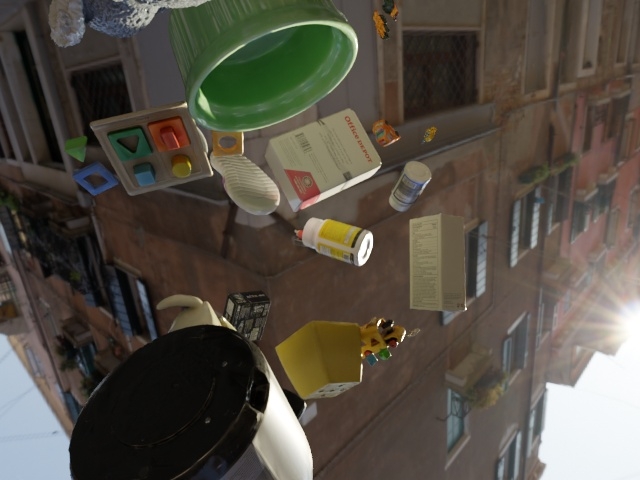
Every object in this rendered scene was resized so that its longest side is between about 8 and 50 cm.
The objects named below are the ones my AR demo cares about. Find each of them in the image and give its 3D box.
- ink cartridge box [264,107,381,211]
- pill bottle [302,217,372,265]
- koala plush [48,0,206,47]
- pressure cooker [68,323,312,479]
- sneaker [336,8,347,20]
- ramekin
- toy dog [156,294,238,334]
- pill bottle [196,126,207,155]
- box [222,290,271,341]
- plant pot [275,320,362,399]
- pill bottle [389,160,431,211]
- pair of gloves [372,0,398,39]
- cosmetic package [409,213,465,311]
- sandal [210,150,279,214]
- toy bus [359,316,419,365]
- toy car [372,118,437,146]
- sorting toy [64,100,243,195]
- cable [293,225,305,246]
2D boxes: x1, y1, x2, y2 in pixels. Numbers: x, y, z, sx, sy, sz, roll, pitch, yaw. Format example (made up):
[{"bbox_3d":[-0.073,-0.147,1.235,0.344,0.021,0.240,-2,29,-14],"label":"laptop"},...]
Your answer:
[{"bbox_3d":[0.007,-0.239,1.329,0.282,0.207,0.117,-26,175,-19],"label":"ink cartridge box"},{"bbox_3d":[0.053,-0.001,1.447,0.208,0.119,0.119,18,-152,24],"label":"pill bottle"},{"bbox_3d":[-0.216,-0.302,0.482,0.221,0.203,0.196,-21,-158,50],"label":"koala plush"},{"bbox_3d":[-0.214,0.428,0.858,0.369,0.421,0.376,-18,-148,3],"label":"pressure cooker"},{"bbox_3d":[0.026,-0.664,1.336,0.098,0.069,0.038,38,-169,6],"label":"sneaker"},{"bbox_3d":[-0.103,-0.327,0.756,0.303,0.148,0.303,-23,173,-3],"label":"ramekin"},{"bbox_3d":[-0.434,0.408,1.356,0.407,0.396,0.284,-40,-148,-11],"label":"toy dog"},{"bbox_3d":[-0.452,-0.241,1.269,0.245,0.137,0.136,-12,-167,35],"label":"pill bottle"},{"bbox_3d":[-0.282,0.286,1.654,0.147,0.180,0.077,-2,-153,-39],"label":"box"},{"bbox_3d":[0.013,0.393,1.432,0.212,0.212,0.187,11,-131,-40],"label":"plant pot"},{"bbox_3d":[0.246,-0.148,1.245,0.078,0.137,0.078,9,-127,-12],"label":"pill bottle"},{"bbox_3d":[0.129,-0.455,0.897,0.010,0.074,0.083,-13,159,-17],"label":"pair of gloves"},{"bbox_3d":[0.387,0.077,1.484,0.113,0.310,0.160,6,173,-28],"label":"cosmetic package"},{"bbox_3d":[-0.249,-0.175,1.449,0.169,0.102,0.416,-1,-146,-28],"label":"sandal"},{"bbox_3d":[0.199,0.316,1.514,0.202,0.104,0.191,-34,-176,-18],"label":"toy bus"},{"bbox_3d":[0.159,-0.212,0.874,0.121,0.060,0.041,-2,-129,37],"label":"toy car"},{"bbox_3d":[-0.321,-0.168,0.878,0.347,0.196,0.047,-16,-128,-6],"label":"sorting toy"},{"bbox_3d":[0.000,0.000,1.717,0.139,0.072,0.287,-12,-161,-34],"label":"cable"}]
